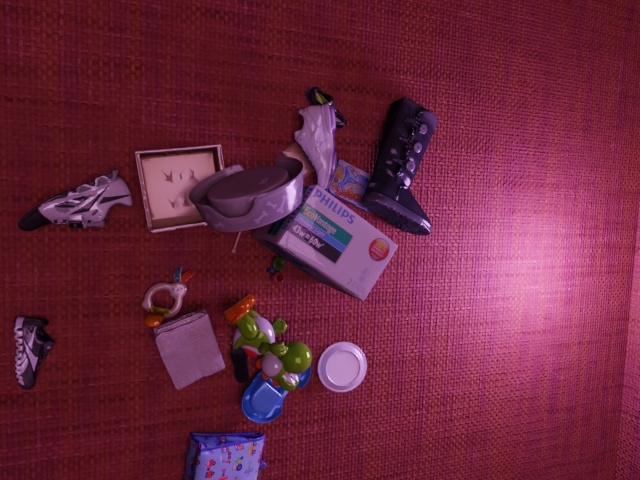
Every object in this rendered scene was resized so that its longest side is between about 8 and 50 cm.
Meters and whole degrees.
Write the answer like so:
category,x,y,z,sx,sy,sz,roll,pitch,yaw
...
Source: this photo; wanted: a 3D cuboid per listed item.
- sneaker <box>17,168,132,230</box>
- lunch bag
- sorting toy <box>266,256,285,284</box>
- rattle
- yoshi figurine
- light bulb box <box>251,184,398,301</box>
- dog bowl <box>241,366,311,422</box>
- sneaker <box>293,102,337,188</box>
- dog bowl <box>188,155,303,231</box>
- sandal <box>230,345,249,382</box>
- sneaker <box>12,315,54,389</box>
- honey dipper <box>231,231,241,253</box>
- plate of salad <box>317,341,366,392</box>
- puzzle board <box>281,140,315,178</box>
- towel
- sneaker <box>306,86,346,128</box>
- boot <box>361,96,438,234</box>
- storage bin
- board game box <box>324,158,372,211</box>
category,x,y,z,sx,sy,sz,roll,pitch,yaw
sneaker,-0.743,-0.086,1.437,0.331,0.122,0.146,-29,102,-15
lunch bag,-0.328,0.821,1.687,0.294,0.138,0.220,9,89,-30
sorting toy,-0.167,0.112,1.721,0.061,0.042,0.101,6,81,-36
rattle,-0.504,0.177,1.546,0.200,0.143,0.130,-43,84,-4
yoshi figurine,-0.160,0.342,1.620,0.204,0.203,0.362,-36,90,-38
light bulb box,0.000,0.000,1.597,0.358,0.361,0.225,35,82,-20
dog bowl,-0.170,0.531,1.737,0.297,0.074,0.166,-47,108,-10
sneaker,-0.017,-0.339,1.701,0.152,0.114,0.304,0,103,8
dog bowl,-0.209,-0.142,1.403,0.349,0.349,0.102,-24,120,-17
sandal,-0.294,0.437,1.705,0.067,0.040,0.179,-5,111,-15
sneaker,-0.885,0.348,1.448,0.106,0.078,0.234,-2,94,-18
honey dipper,-0.289,-0.031,1.664,0.031,0.030,0.160,20,91,-21
plate of salad,0.084,0.499,1.844,0.200,0.048,0.199,0,88,-12
puzzle board,-0.071,-0.303,1.729,0.096,0.011,0.128,-40,108,-14
towel,-0.441,0.374,1.588,0.187,0.049,0.282,-21,123,-18
sneaker,0.025,-0.485,1.711,0.188,0.078,0.067,46,79,-19
boot,0.362,-0.283,1.836,0.367,0.146,0.444,29,72,-38
storage bin,-0.451,-0.169,1.539,0.263,0.123,0.260,-10,98,-20
board game box,0.127,-0.209,1.798,0.201,0.035,0.136,22,87,-21
